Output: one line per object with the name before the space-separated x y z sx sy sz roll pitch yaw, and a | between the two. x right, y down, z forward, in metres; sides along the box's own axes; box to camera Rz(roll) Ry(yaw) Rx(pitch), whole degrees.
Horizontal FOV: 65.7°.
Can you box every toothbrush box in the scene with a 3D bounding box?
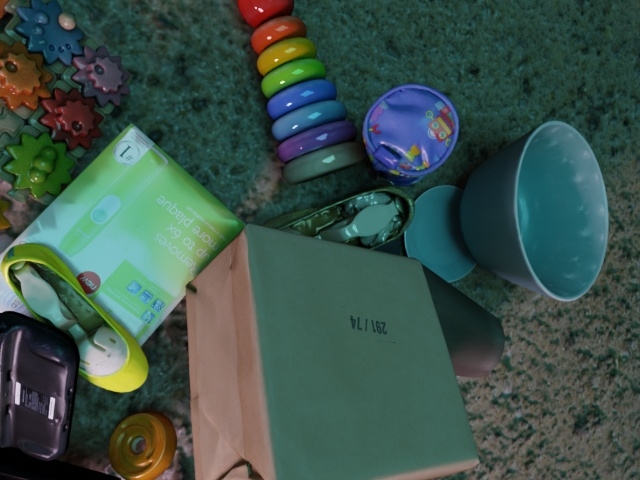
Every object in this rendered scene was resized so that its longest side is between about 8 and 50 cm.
toothbrush box | -0.281 0.014 0.694 0.206 0.122 0.283 44 78 -18

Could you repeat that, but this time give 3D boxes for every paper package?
paper package | 0.013 0.163 0.645 0.325 0.168 0.309 13 53 -38

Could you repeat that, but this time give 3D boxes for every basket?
basket | 0.201 0.157 0.882 0.227 0.154 0.204 24 111 -27

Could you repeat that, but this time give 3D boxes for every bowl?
bowl | 0.378 -0.049 0.915 0.312 0.163 0.311 2 87 -35

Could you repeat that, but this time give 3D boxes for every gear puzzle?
gear puzzle | -0.367 -0.145 0.613 0.175 0.044 0.338 43 57 -42

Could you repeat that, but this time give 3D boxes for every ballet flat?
ballet flat | -0.291 0.103 0.588 0.077 0.077 0.230 -38 106 -16
ballet flat | 0.000 0.000 0.795 0.349 0.123 0.123 -25 101 -13

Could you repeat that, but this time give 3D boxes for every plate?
plate | 0.237 -0.013 0.955 0.188 0.024 0.188 -1 94 -22

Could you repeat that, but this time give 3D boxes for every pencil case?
pencil case | 0.129 -0.148 0.765 0.119 0.306 0.133 37 97 3

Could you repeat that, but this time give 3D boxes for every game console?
game console | -0.346 0.246 0.610 0.213 0.044 0.361 18 116 -4

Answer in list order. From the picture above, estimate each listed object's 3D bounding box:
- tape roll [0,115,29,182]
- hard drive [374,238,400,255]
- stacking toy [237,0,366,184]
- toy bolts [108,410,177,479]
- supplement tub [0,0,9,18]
tape roll | -0.494 -0.162 0.627 0.219 0.072 0.219 -1 92 -22
hard drive | 0.097 0.000 0.899 0.094 0.022 0.135 -10 96 -21
stacking toy | -0.040 -0.262 0.781 0.141 0.141 0.330 -20 95 -20
toy bolts | -0.185 0.349 0.769 0.229 0.158 0.218 -32 63 -8
supplement tub | -0.478 -0.341 0.581 0.191 0.117 0.116 28 82 -6
